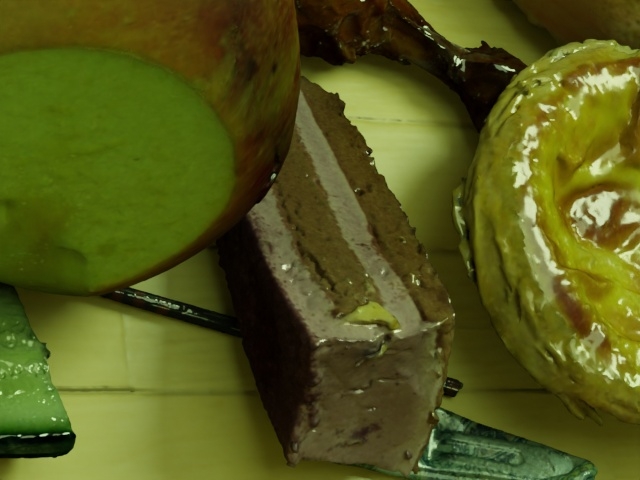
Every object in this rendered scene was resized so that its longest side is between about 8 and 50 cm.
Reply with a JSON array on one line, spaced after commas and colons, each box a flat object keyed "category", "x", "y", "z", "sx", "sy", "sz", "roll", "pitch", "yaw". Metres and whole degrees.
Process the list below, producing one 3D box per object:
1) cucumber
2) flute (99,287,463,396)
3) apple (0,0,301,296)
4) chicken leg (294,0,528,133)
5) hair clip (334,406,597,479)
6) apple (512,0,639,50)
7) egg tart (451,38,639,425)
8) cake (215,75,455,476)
[{"category": "cucumber", "x": -0.213, "y": 0.084, "z": 1.109, "sx": 0.115, "sy": 0.062, "sz": 0.116, "roll": 1, "pitch": 50, "yaw": -27}, {"category": "flute", "x": -0.028, "y": 0.063, "z": 1.236, "sx": 0.269, "sy": 0.014, "sz": 0.014, "roll": 17, "pitch": 61, "yaw": -18}, {"category": "apple", "x": -0.195, "y": -0.138, "z": 1.084, "sx": 0.374, "sy": 0.374, "sz": 0.384, "roll": -24, "pitch": 116, "yaw": -32}, {"category": "chicken leg", "x": 0.038, "y": -0.159, "z": 1.332, "sx": 0.304, "sy": 0.093, "sz": 0.113, "roll": 24, "pitch": 48, "yaw": -19}, {"category": "hair clip", "x": 0.070, "y": 0.129, "z": 1.241, "sx": 0.229, "sy": 0.036, "sz": 0.066, "roll": 16, "pitch": 58, "yaw": -11}, {"category": "apple", "x": 0.285, "y": -0.266, "z": 1.395, "sx": 0.309, "sy": 0.314, "sz": 0.252, "roll": 38, "pitch": 21, "yaw": 11}, {"category": "egg tart", "x": 0.212, "y": 0.002, "z": 1.321, "sx": 0.294, "sy": 0.116, "sz": 0.295, "roll": 9, "pitch": 68, "yaw": -23}, {"category": "cake", "x": 0.000, "y": 0.000, "z": 1.217, "sx": 0.116, "sy": 0.113, "sz": 0.295, "roll": -3, "pitch": 54, "yaw": -25}]
